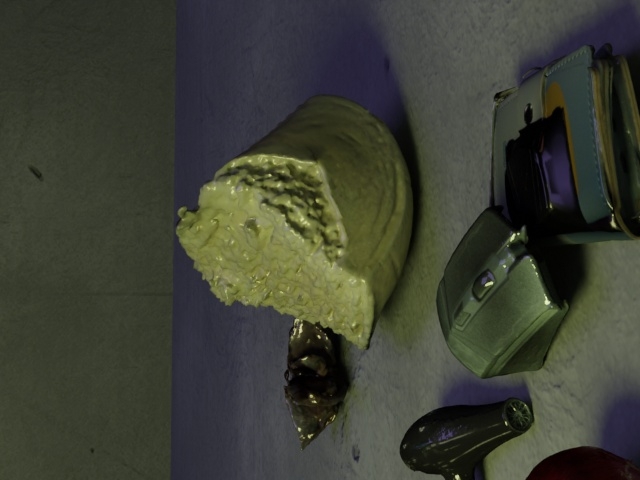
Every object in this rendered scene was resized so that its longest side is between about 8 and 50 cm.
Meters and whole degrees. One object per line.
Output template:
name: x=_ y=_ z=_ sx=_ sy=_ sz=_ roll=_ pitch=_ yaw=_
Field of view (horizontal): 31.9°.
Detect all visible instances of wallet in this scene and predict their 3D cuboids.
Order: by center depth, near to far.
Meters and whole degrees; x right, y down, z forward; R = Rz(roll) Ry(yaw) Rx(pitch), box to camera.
wallet: x=0.202 y=-0.073 z=0.980 sx=0.231 sy=0.069 sz=0.170 roll=166 pitch=99 yaw=-73

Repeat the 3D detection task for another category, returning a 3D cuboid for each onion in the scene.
onion: x=0.205 y=0.222 z=0.861 sx=0.131 sy=0.131 sz=0.131 roll=-179 pitch=90 yaw=-72

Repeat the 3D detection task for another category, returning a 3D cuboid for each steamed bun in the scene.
steamed bun: x=0.000 y=0.000 z=1.386 sx=0.272 sy=0.273 sz=0.290 roll=44 pitch=157 yaw=2

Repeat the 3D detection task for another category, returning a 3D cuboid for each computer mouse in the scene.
computer mouse: x=0.154 y=0.061 z=1.031 sx=0.231 sy=0.071 sz=0.126 roll=100 pitch=146 yaw=-60

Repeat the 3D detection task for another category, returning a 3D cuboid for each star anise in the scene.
star anise: x=-0.009 y=0.198 z=1.594 sx=0.231 sy=0.089 sz=0.209 roll=-106 pitch=12 yaw=-57

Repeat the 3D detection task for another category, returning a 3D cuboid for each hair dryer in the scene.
hair dryer: x=0.164 y=0.270 z=1.125 sx=0.195 sy=0.075 sz=0.219 roll=-36 pitch=65 yaw=57
